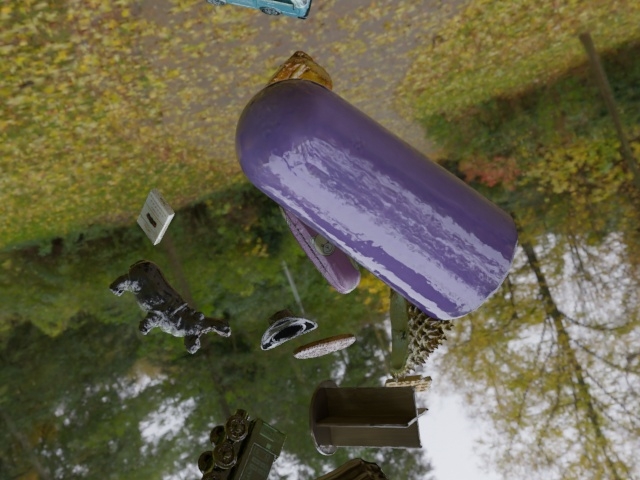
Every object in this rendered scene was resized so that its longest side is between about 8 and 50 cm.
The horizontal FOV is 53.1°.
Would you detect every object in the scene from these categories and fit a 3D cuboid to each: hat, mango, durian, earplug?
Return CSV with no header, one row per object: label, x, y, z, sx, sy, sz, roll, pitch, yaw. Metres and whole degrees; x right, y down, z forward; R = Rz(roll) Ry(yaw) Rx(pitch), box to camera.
hat,-0.066,0.159,1.202,0.121,0.050,0.121,-20,154,-10
mango,-0.103,-0.328,1.720,0.199,0.201,0.350,22,109,-40
durian,0.183,0.162,1.291,0.139,0.252,0.144,-6,-179,41
earplug,0.074,-0.072,0.965,0.215,0.456,0.215,-41,-150,30

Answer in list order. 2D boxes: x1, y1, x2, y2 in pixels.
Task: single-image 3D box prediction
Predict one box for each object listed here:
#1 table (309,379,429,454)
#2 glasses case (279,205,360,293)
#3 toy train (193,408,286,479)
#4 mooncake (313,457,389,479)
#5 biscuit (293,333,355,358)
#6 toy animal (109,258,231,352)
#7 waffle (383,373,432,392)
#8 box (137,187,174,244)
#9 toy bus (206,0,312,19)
table,0.113,0.393,1.426,0.226,0.167,0.167,-8,-174,28
glasses case,0.000,0.000,1.714,0.075,0.316,0.123,-32,-175,33
toy train,-0.160,0.436,1.215,0.090,0.137,0.225,-41,-161,43
mooncake,0.087,0.505,1.040,0.161,0.290,0.290,-28,-178,-9
biscuit,0.012,0.307,1.844,0.187,0.027,0.188,-14,163,-4
toy animal,-0.423,0.203,1.791,0.168,0.343,0.106,-52,-177,-10
waffle,0.240,0.400,1.768,0.135,0.021,0.092,-7,142,-7
box,-0.459,-0.065,1.782,0.024,0.090,0.167,-31,169,-40
toy bus,-0.144,-0.575,1.373,0.271,0.133,0.165,9,-177,-6
